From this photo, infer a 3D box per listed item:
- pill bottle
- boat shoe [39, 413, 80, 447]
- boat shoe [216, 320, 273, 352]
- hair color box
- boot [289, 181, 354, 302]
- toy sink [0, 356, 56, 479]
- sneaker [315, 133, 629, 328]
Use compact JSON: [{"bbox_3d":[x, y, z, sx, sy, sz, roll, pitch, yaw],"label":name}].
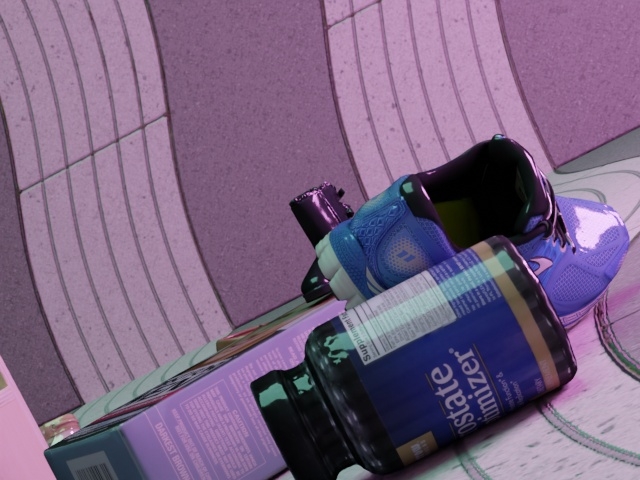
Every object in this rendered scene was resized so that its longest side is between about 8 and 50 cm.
[{"bbox_3d":[0.065,0.096,1.080,0.219,0.123,0.123,-28,2,-1],"label":"pill bottle"},{"bbox_3d":[-0.425,0.315,1.939,0.285,0.089,0.104,-22,-18,16],"label":"boat shoe"},{"bbox_3d":[0.027,0.091,1.711,0.324,0.116,0.123,-28,2,-7],"label":"boat shoe"},{"bbox_3d":[-0.055,0.149,1.401,0.374,0.114,0.185,-28,2,-34],"label":"hair color box"},{"bbox_3d":[0.000,0.000,1.442,0.045,0.099,0.121,-27,2,35],"label":"boot"},{"bbox_3d":[-0.413,0.254,1.684,0.152,0.234,0.131,-26,2,19],"label":"toy sink"},{"bbox_3d":[0.158,-0.003,1.210,0.330,0.130,0.147,-4,-34,-44],"label":"sneaker"}]
